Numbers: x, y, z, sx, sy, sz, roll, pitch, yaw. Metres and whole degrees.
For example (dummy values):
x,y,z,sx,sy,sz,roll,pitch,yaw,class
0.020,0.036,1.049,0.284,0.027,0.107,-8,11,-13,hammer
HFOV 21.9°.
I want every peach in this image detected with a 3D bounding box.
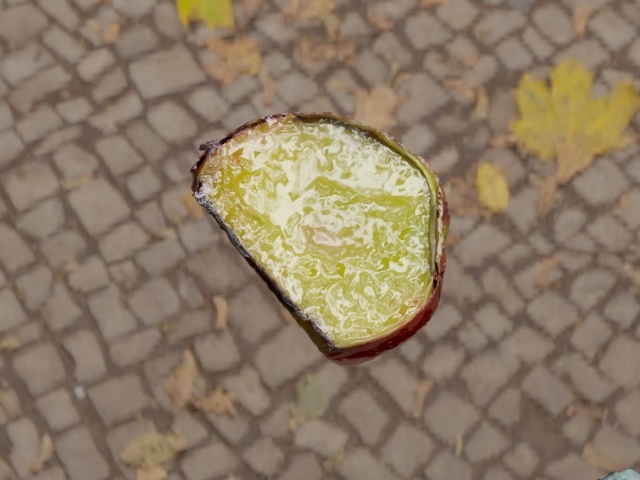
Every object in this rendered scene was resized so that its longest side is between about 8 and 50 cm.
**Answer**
x,y,z,sx,sy,sz,roll,pitch,yaw,class
0.000,0.000,0.521,0.083,0.050,0.077,5,84,12,peach

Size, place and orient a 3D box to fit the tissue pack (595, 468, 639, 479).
x,y,z,sx,sy,sz,roll,pitch,yaw,class
0.144,0.291,0.705,0.228,0.311,0.128,32,26,22,tissue pack
